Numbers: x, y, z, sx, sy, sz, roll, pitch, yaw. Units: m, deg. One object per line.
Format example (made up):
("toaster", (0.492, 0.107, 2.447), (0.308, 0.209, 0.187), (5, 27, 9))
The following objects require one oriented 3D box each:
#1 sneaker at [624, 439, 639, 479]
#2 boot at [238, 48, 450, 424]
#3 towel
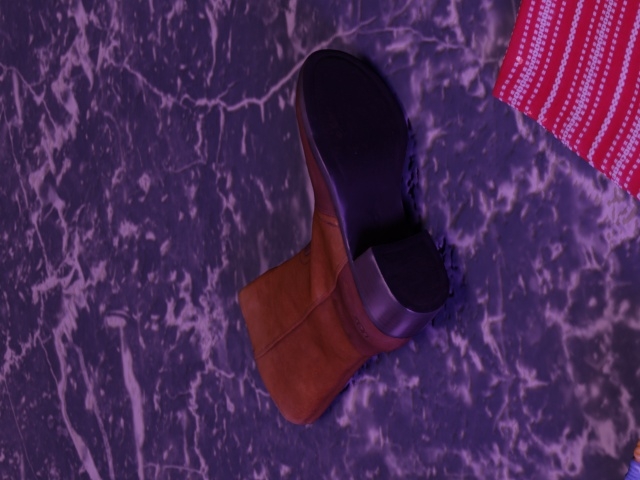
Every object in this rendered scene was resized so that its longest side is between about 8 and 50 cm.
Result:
("sneaker", (0.275, 0.241, 1.330), (0.131, 0.112, 0.296), (16, 112, 34))
("boot", (0.000, 0.000, 1.700), (0.264, 0.096, 0.280), (65, 149, 12))
("towel", (0.231, -0.129, 1.366), (0.275, 0.031, 0.199), (43, 129, 43))
